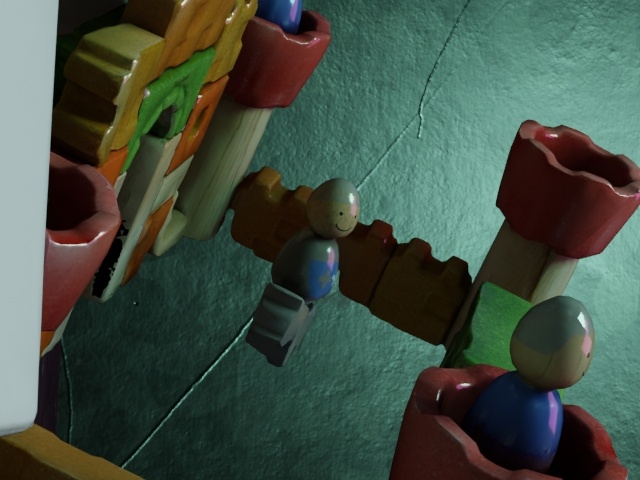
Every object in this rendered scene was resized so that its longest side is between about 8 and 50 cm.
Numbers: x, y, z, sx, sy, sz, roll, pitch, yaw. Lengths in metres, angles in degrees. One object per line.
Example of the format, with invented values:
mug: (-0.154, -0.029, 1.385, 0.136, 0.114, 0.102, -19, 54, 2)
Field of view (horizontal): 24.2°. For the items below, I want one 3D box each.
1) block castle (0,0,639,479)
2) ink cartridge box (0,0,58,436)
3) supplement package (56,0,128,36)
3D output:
block castle: (0.000, 0.000, 0.741, 0.212, 0.303, 0.453, -66, 176, 23)
ink cartridge box: (-0.107, -0.100, 0.220, 0.239, 0.060, 0.275, 9, 83, -75)
supplement package: (-0.151, -0.173, 0.812, 0.179, 0.105, 0.105, 129, -34, -79)
